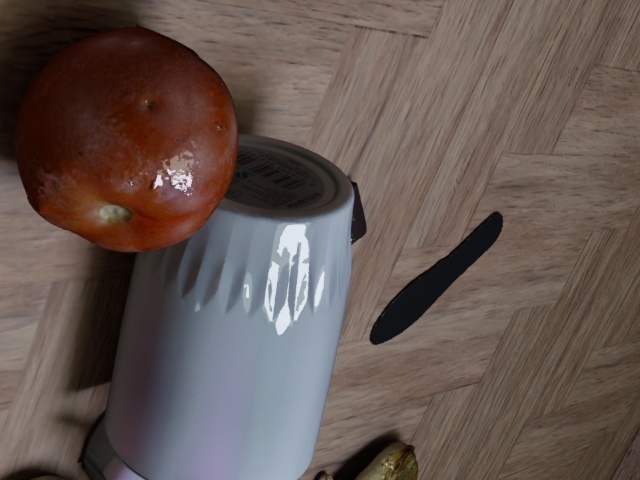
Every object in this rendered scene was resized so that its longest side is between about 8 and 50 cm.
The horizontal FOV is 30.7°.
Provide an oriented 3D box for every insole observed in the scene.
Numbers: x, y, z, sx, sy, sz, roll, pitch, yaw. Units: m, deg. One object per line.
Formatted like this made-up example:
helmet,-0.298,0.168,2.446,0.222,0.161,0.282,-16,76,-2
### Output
insole,0.194,0.063,1.909,0.322,0.007,0.109,-41,148,-21

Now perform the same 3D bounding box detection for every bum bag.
bum bag,0.000,0.000,1.572,0.159,0.026,0.109,-43,148,-17

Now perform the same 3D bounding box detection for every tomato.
tomato,-0.179,-0.097,1.084,0.208,0.208,0.184,62,28,-56

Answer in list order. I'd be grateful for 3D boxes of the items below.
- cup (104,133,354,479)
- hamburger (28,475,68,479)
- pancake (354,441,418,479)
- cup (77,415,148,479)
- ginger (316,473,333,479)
cup,-0.100,0.086,1.313,0.253,0.253,0.372,-18,130,-44
hamburger,-0.347,0.376,1.382,0.210,0.116,0.173,-41,149,-21
pancake,0.072,0.506,2.092,0.356,0.065,0.356,-48,159,-25
cup,-0.182,0.280,1.427,0.167,0.202,0.221,-39,145,-24
ginger,-0.002,0.452,1.988,0.057,0.044,0.137,2,118,-33
